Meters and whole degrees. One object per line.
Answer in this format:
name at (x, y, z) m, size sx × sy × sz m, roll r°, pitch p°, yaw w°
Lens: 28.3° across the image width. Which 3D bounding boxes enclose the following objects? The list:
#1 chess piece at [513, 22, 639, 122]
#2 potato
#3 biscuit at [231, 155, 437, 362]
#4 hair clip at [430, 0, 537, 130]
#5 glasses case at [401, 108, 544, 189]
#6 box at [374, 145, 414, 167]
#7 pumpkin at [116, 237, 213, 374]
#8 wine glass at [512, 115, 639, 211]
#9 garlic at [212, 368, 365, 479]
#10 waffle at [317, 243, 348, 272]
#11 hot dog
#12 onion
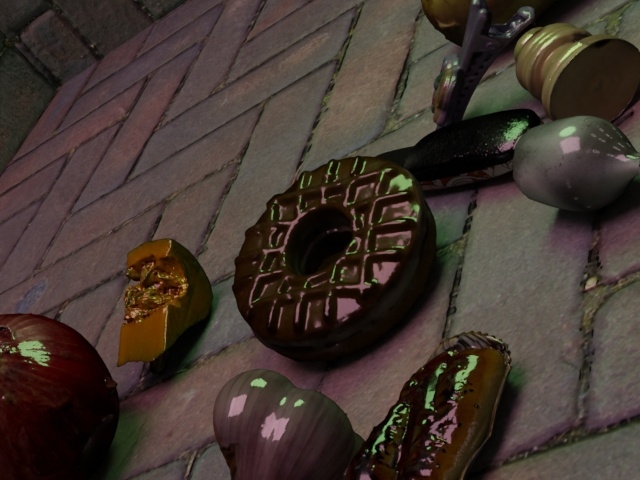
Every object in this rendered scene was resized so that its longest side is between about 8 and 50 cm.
chess piece at (0.352, -0.257, 1.874) m, size 0.307 × 0.124 × 0.138 m, roll -119°, pitch 41°, yaw -70°
potato at (0.284, -0.445, 2.159) m, size 0.237 × 0.301 × 0.289 m, roll -61°, pitch -11°, yaw 6°
biscuit at (0.019, 0.023, 1.823) m, size 0.332 × 0.103 × 0.332 m, roll -23°, pitch 45°, yaw 26°
hair clip at (0.226, -0.270, 1.982) m, size 0.278 × 0.090 × 0.137 m, roll -57°, pitch 17°, yaw 34°
glasses case at (0.222, -0.134, 1.888) m, size 0.267 × 0.067 × 0.103 m, roll -9°, pitch 44°, yaw 53°
box at (0.107, -0.105, 2.078) m, size 0.126 × 0.027 × 0.125 m, roll -12°, pitch 38°, yaw 48°
pumpkin at (-0.261, 0.124, 2.161) m, size 0.131 × 0.126 × 0.248 m, roll -17°, pitch 52°, yaw 31°
wine glass at (0.352, -0.095, 1.572) m, size 0.126 × 0.126 × 0.241 m, roll -51°, pitch 28°, yaw -19°
garlic at (-0.070, 0.275, 1.548) m, size 0.257 × 0.207 × 0.207 m, roll -36°, pitch 25°, yaw 11°
waffle at (0.000, -0.001, 2.028) m, size 0.229 × 0.057 × 0.219 m, roll -27°, pitch 29°, yaw 27°
hot dog at (0.126, 0.215, 1.450) m, size 0.163 × 0.082 × 0.270 m, roll -12°, pitch 37°, yaw 47°
onion at (-0.474, 0.271, 1.997) m, size 0.341 × 0.341 × 0.341 m, roll -34°, pitch 25°, yaw 18°
